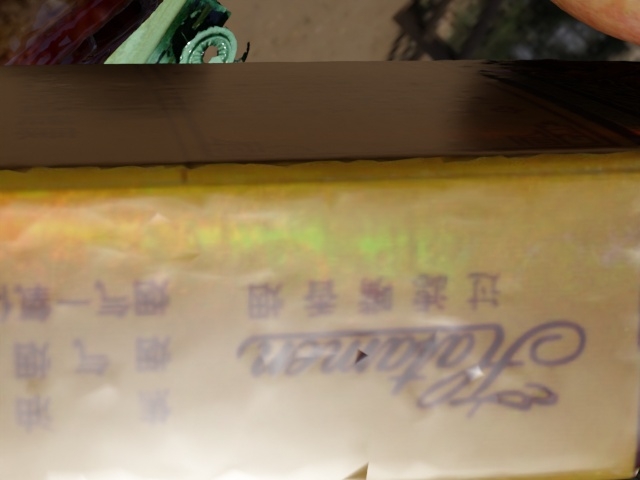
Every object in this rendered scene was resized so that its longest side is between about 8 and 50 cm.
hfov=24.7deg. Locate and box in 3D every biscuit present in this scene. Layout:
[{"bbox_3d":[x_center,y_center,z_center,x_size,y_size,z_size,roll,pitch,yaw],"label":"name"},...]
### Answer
[{"bbox_3d":[-0.234,-0.121,1.088,0.407,0.091,0.407,-40,-170,8],"label":"biscuit"}]

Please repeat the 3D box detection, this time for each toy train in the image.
[{"bbox_3d":[-0.202,-0.147,1.404,0.307,0.126,0.189,-54,155,14],"label":"toy train"}]

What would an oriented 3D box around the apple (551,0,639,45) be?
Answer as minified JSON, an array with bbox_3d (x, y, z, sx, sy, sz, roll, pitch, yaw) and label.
[{"bbox_3d":[0.277,-0.316,1.008,0.364,0.364,0.364,-44,175,-5],"label":"apple"}]

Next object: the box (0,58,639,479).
[{"bbox_3d":[0.001,-0.001,0.559,0.415,0.116,0.264,-2,-167,-12],"label":"box"}]
